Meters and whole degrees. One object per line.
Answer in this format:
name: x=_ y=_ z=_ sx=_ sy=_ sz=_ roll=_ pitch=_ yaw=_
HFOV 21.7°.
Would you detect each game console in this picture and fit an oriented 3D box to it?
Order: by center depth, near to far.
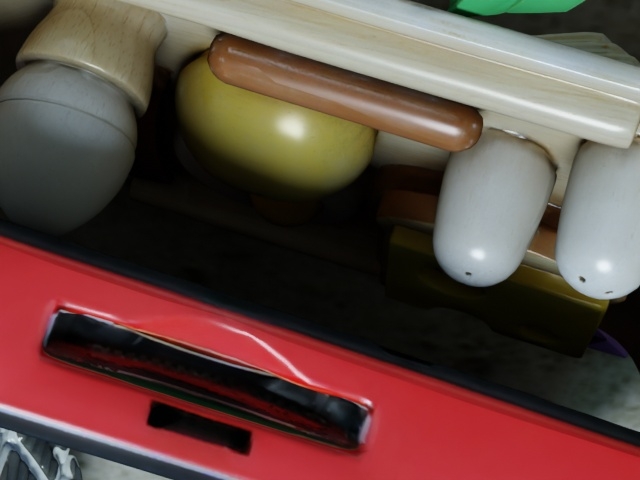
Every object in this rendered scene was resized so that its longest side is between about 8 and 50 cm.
game console: x=-0.026 y=0.065 z=0.641 sx=0.386 sy=0.060 sz=0.342 roll=20 pitch=172 yaw=-15

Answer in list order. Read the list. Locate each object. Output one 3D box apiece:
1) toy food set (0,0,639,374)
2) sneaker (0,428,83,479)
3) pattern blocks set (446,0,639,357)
toy food set: x=0.000 y=0.000 z=0.588 sx=0.306 sy=0.092 sz=0.220 roll=18 pitch=161 yaw=7
sneaker: x=-0.235 y=0.084 z=0.798 sx=0.279 sy=0.107 sz=0.118 roll=39 pitch=136 yaw=-19
pattern blocks set: x=0.091 y=-0.024 z=0.619 sx=0.285 sy=0.026 sz=0.325 roll=10 pitch=160 yaw=28
